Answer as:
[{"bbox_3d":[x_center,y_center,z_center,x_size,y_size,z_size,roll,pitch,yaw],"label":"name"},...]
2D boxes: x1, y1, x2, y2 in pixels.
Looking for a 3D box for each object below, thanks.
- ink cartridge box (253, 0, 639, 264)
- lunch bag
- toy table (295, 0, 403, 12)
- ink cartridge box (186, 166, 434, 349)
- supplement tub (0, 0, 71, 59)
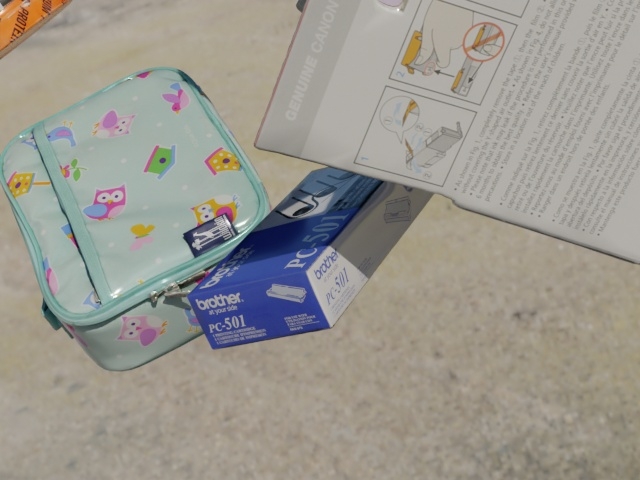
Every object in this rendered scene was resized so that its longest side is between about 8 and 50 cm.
[{"bbox_3d":[0.131,-0.151,0.672,0.261,0.296,0.066,16,29,-13],"label":"ink cartridge box"},{"bbox_3d":[-0.170,-0.024,1.120,0.224,0.108,0.279,-26,49,-8],"label":"lunch bag"},{"bbox_3d":[0.100,-0.239,1.560,0.252,0.274,0.161,31,29,16],"label":"toy table"},{"bbox_3d":[0.000,0.000,0.860,0.097,0.046,0.207,-13,21,30],"label":"ink cartridge box"},{"bbox_3d":[-0.398,-0.311,1.124,0.207,0.338,0.207,-36,13,10],"label":"supplement tub"}]
